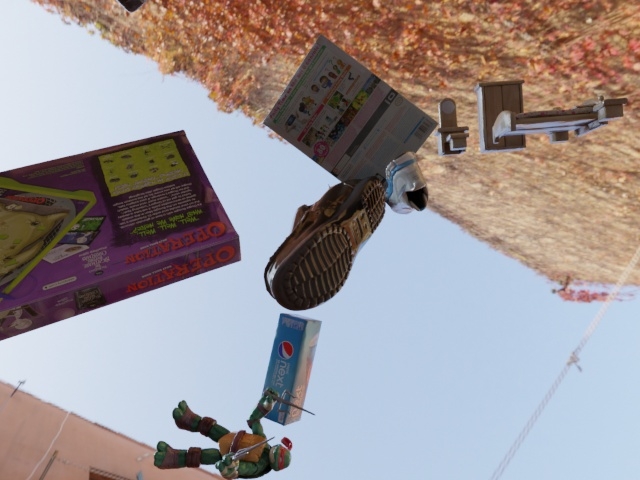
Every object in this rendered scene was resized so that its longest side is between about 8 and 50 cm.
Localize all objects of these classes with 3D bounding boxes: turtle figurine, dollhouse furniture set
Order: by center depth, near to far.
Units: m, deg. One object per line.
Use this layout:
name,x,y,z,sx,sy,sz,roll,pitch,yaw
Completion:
turtle figurine,-0.132,0.325,0.825,0.234,0.175,0.118,2,-72,9
dollhouse furniture set,0.433,-0.311,1.153,0.303,0.355,0.173,-4,-90,2

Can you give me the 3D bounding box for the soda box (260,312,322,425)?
soda box,-0.061,0.257,1.048,0.071,0.067,0.210,19,-97,-62

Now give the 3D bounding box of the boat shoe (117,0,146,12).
boat shoe,-0.266,-0.533,0.914,0.301,0.108,0.102,-57,-41,-14

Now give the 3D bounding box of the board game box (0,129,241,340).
board game box,-0.284,-0.008,0.556,0.347,0.208,0.056,-18,-43,-19

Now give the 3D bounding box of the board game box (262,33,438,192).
board game box,0.064,-0.255,1.115,0.303,0.097,0.224,37,-71,-3

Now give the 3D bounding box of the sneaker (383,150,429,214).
sneaker,0.161,-0.078,0.939,0.071,0.190,0.083,-29,-112,0

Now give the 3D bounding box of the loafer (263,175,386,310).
loafer,0.000,0.000,0.976,0.366,0.130,0.133,-45,-51,-45
